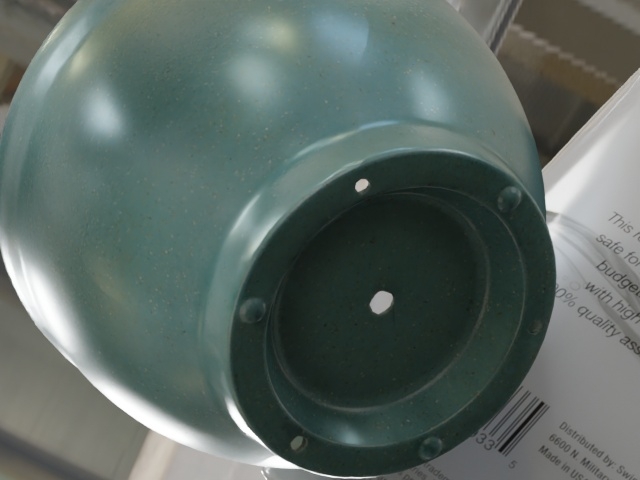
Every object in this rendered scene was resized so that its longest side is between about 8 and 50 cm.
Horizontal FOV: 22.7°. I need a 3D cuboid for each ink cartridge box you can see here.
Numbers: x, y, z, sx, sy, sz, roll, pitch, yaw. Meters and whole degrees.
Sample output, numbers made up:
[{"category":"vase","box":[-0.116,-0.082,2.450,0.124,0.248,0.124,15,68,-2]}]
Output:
[{"category":"ink cartridge box","box":[0.207,0.115,1.008,0.285,0.395,0.166,38,-17,24]}]

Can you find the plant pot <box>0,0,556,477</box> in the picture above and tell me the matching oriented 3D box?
[{"category":"plant pot","box":[0.000,0.000,0.822,0.293,0.196,0.293,-11,-63,-22]}]
